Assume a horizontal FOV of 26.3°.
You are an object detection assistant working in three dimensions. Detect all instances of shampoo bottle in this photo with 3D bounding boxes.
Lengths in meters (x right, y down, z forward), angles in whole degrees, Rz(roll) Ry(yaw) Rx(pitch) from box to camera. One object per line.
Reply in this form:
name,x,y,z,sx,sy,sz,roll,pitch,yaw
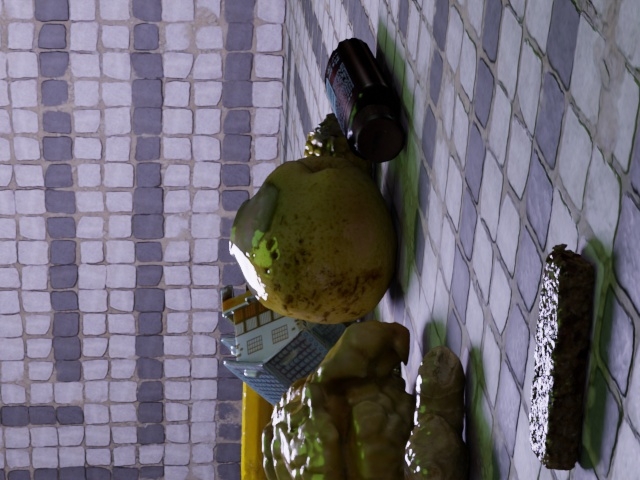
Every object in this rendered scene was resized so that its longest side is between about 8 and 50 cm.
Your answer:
shampoo bottle,0.068,-0.212,2.130,0.323,0.084,0.129,-109,28,-65

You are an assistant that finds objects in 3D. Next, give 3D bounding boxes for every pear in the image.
pear,0.000,0.000,2.123,0.271,0.271,0.271,179,90,-83

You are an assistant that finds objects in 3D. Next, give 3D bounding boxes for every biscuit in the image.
biscuit,0.210,0.104,1.203,0.064,0.034,0.199,-118,27,-72

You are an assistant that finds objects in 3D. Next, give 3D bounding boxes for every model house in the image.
model house,-0.049,0.174,2.383,0.224,0.198,0.215,47,-154,-46

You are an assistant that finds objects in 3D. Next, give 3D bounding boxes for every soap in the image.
soap,-0.048,0.330,2.638,0.096,0.204,0.325,-81,-5,-63

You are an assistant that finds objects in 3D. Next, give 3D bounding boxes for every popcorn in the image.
popcorn,0.039,0.266,1.910,0.265,0.225,0.332,-94,18,-65

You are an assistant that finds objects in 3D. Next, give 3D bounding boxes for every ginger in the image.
ginger,0.133,0.296,1.646,0.148,0.081,0.334,-95,8,-66

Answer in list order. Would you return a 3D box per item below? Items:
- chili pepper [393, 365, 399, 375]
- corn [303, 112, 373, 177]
chili pepper,0.092,0.253,2.136,0.052,0.050,0.202,45,150,22
corn,0.031,-0.052,2.298,0.119,0.119,0.322,-123,33,-77
